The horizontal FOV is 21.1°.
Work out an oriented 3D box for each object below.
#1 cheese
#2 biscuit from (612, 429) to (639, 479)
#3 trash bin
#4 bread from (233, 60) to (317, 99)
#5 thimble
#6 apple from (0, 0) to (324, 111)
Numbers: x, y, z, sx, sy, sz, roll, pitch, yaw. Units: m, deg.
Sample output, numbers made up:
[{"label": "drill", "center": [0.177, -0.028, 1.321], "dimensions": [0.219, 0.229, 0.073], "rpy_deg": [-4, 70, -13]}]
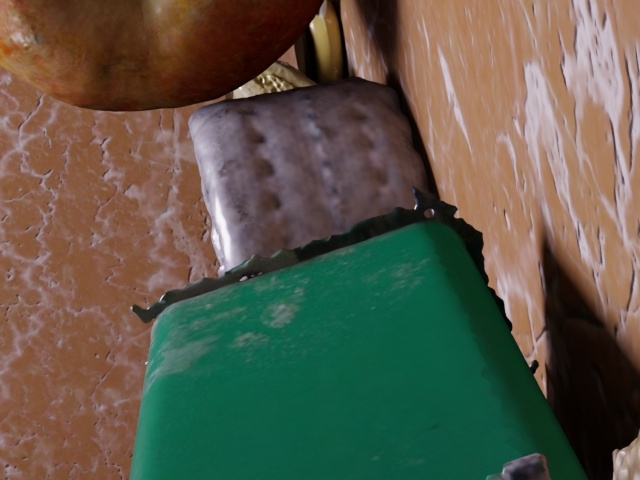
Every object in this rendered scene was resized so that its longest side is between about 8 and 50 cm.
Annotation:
[{"label": "cheese", "center": [-0.003, -0.192, 1.488], "dimensions": [0.162, 0.036, 0.086], "rpy_deg": [87, 170, -56]}, {"label": "biscuit", "center": [0.146, 0.133, 0.544], "dimensions": [0.082, 0.070, 0.168], "rpy_deg": [71, -176, -76]}, {"label": "trash bin", "center": [0.021, 0.153, 0.783], "dimensions": [0.381, 0.259, 0.295], "rpy_deg": [-104, -6, -61]}, {"label": "bread", "center": [-0.019, -0.091, 1.507], "dimensions": [0.139, 0.060, 0.178], "rpy_deg": [42, 168, 5]}, {"label": "thimble", "center": [0.000, 0.000, 1.265], "dimensions": [0.245, 0.157, 0.217], "rpy_deg": [-106, 5, -46]}, {"label": "apple", "center": [-0.120, -0.247, 1.258], "dimensions": [0.301, 0.301, 0.302], "rpy_deg": [169, 90, -84]}]
